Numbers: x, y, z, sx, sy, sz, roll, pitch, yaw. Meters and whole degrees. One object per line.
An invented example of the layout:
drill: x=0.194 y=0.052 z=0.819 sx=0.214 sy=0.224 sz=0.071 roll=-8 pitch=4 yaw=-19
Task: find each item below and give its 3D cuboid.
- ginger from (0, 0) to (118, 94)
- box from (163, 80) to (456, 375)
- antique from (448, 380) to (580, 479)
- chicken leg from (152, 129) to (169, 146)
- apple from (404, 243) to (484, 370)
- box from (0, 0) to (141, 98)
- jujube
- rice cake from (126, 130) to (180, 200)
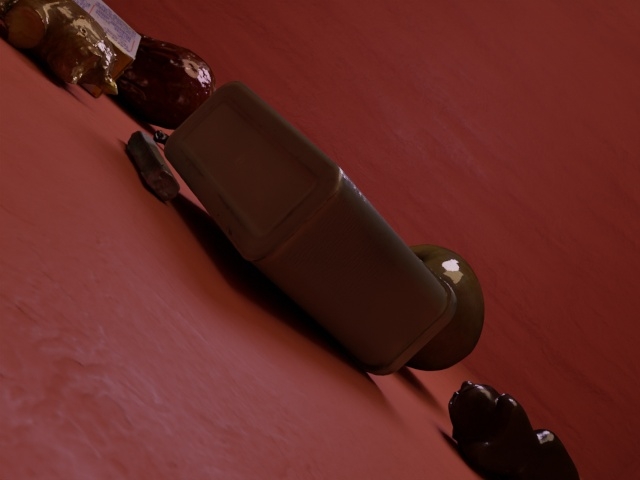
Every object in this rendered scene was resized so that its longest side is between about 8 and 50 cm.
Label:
ginger: x=-0.379 y=-0.298 z=0.996 sx=0.216 sy=0.102 sz=0.157 roll=43 pitch=10 yaw=-13
box: x=-0.018 y=-0.018 z=0.976 sx=0.344 sy=0.177 sz=0.352 roll=44 pitch=2 yaw=-46
antique: x=0.302 y=0.328 z=1.097 sx=0.257 sy=0.121 sz=0.143 roll=43 pitch=-4 yaw=-21
chicken leg: x=-0.227 y=-0.138 z=1.285 sx=0.205 sy=0.053 sz=0.093 roll=49 pitch=-23 yaw=-23
apple: x=0.199 y=0.137 z=1.349 sx=0.257 sy=0.257 sz=0.233 roll=-130 pitch=-157 yaw=-64
box: x=-0.439 y=-0.384 z=1.136 sx=0.265 sy=0.097 sz=0.168 roll=41 pitch=17 yaw=-30
jujube: x=-0.338 y=-0.330 z=1.356 sx=0.255 sy=0.190 sz=0.190 roll=33 pitch=7 yaw=-23
rice cake: x=-0.232 y=-0.108 z=0.929 sx=0.047 sy=0.036 sz=0.206 roll=58 pitch=-6 yaw=-34
